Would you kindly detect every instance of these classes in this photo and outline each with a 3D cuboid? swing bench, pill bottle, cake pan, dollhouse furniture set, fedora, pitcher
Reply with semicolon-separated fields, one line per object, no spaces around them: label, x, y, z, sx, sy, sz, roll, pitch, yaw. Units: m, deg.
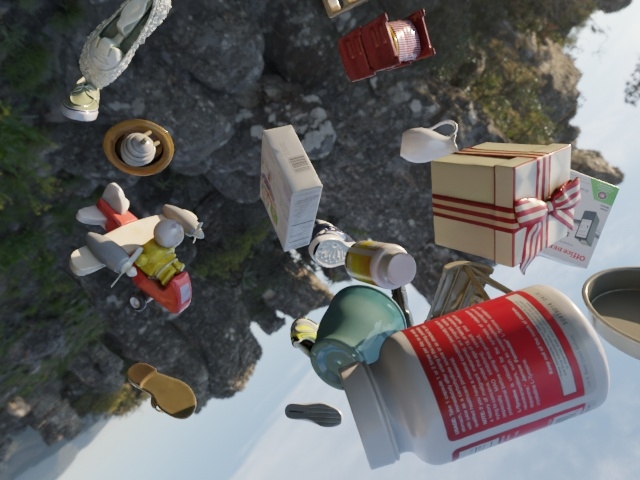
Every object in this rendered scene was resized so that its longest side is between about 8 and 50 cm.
swing bench;0.477;0.229;1.438;0.165;0.255;0.254;-12;131;-27
pill bottle;0.249;0.243;0.817;0.407;0.229;0.229;-18;-177;-3
cake pan;0.668;0.148;0.908;0.292;0.054;0.293;-4;-152;2
dollhouse furniture set;0.121;-0.599;1.137;0.152;0.375;0.201;-7;-159;43
fedora;-0.526;-0.282;1.362;0.194;0.194;0.079;-43;-143;23
pitcher;0.406;-0.374;1.740;0.125;0.206;0.178;78;19;-67
pill bottle;0.158;0.064;1.236;0.117;0.117;0.215;-46;-161;-14

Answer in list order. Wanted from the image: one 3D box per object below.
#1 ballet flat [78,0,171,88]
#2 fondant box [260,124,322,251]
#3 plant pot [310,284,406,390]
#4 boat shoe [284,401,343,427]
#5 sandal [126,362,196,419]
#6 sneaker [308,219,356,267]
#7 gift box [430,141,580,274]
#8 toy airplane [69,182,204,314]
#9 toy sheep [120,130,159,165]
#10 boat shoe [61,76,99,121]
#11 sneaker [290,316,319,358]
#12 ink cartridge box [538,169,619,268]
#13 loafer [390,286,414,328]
ballet flat;-0.647;-0.666;1.498;0.409;0.147;0.147;-46;-176;10
fondant box;-0.101;-0.151;1.439;0.096;0.239;0.330;-17;155;-19
plant pot;0.102;0.317;1.452;0.271;0.272;0.255;-42;-179;35
boat shoe;-0.017;0.630;1.718;0.075;0.226;0.083;32;65;-65
sandal;-0.409;0.409;1.226;0.088;0.239;0.079;-41;143;-42
sneaker;0.000;0.000;1.872;0.322;0.236;0.130;7;112;-53
gift box;0.441;-0.082;1.101;0.255;0.277;0.258;-26;-155;-28
toy airplane;-0.522;-0.007;1.394;0.272;0.384;0.387;-26;-129;28
toy sheep;-0.464;-0.235;1.194;0.091;0.091;0.132;-48;-170;-36
boat shoe;-0.798;-0.482;1.565;0.302;0.109;0.094;-121;-136;-54
sneaker;0.027;0.493;2.045;0.145;0.384;0.147;-58;-173;29
ink cartridge box;0.783;-0.070;1.490;0.115;0.198;0.273;-110;-140;-86
loafer;0.338;0.272;2.023;0.084;0.268;0.096;-17;161;18
